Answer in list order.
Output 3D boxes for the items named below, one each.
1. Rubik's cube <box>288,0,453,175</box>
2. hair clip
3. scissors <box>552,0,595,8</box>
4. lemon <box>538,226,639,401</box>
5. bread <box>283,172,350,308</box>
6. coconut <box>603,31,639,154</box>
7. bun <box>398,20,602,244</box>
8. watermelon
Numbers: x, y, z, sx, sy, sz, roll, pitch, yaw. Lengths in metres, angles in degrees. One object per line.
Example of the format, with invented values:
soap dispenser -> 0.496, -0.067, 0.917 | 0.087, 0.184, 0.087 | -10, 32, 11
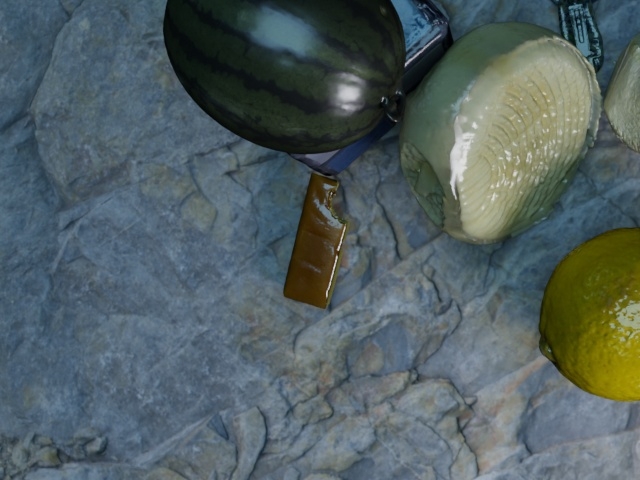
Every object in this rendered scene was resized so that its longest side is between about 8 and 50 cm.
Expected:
Rubik's cube -> 0.009, -0.325, 1.641 | 0.313, 0.316, 0.318 | -41, 83, 8
hair clip -> 0.430, -0.389, 1.680 | 0.066, 0.036, 0.229 | -9, 106, 16
scissors -> 0.578, -0.506, 1.671 | 0.383, 0.029, 0.256 | 6, 93, 10
lemon -> 0.482, 0.114, 1.557 | 0.293, 0.293, 0.293 | 0, 88, 12
bread -> 0.000, 0.000, 1.749 | 0.088, 0.049, 0.226 | 18, 102, 14
coconut -> 0.564, -0.244, 1.559 | 0.227, 0.227, 0.230 | 20, 129, 12
bun -> 0.263, -0.182, 1.599 | 0.202, 0.364, 0.364 | 38, 97, 42
watermelon -> -0.038, -0.260, 1.349 | 0.359, 0.279, 0.279 | 25, 94, 9
